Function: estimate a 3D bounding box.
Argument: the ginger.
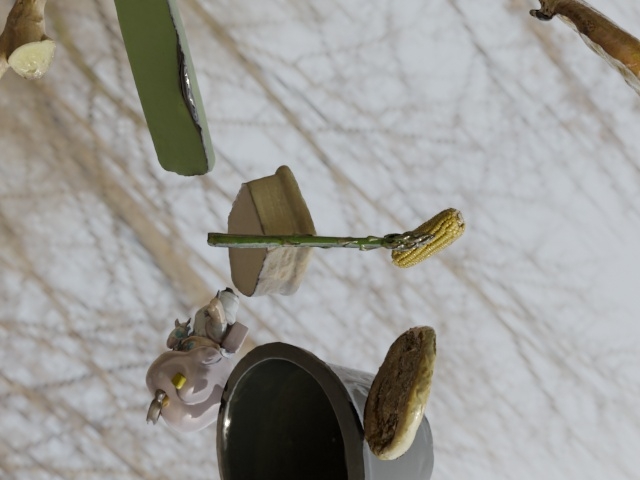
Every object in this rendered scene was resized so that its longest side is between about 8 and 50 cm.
[{"bbox_3d":[-0.221,-0.152,1.311,0.097,0.048,0.030,-60,170,6],"label":"ginger"}]

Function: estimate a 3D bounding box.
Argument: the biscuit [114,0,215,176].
[{"bbox_3d":[-0.201,-0.225,2.243,0.099,0.322,0.038,9,-142,32],"label":"biscuit"}]

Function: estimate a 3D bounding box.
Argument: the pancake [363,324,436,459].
[{"bbox_3d":[0.082,0.154,1.794,0.158,0.028,0.158,-160,-90,-76],"label":"pancake"}]

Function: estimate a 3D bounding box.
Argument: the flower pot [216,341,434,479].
[{"bbox_3d":[0.020,0.241,1.978,0.166,0.269,0.269,-4,170,-37],"label":"flower pot"}]

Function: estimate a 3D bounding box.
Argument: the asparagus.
[{"bbox_3d":[0.000,0.000,1.763,0.232,0.023,0.022,0,-122,4],"label":"asparagus"}]

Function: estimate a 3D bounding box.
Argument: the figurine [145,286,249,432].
[{"bbox_3d":[-0.151,0.157,2.153,0.137,0.112,0.229,-40,-159,45],"label":"figurine"}]

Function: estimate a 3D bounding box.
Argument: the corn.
[{"bbox_3d":[0.112,-0.001,1.813,0.092,0.037,0.037,-31,-157,28],"label":"corn"}]

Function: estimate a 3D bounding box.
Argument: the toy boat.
[{"bbox_3d":[-0.064,0.004,2.040,0.061,0.116,0.188,-12,154,-20],"label":"toy boat"}]

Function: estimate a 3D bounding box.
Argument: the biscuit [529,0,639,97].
[{"bbox_3d":[0.261,-0.154,1.488,0.041,0.203,0.260,-51,-150,12],"label":"biscuit"}]
